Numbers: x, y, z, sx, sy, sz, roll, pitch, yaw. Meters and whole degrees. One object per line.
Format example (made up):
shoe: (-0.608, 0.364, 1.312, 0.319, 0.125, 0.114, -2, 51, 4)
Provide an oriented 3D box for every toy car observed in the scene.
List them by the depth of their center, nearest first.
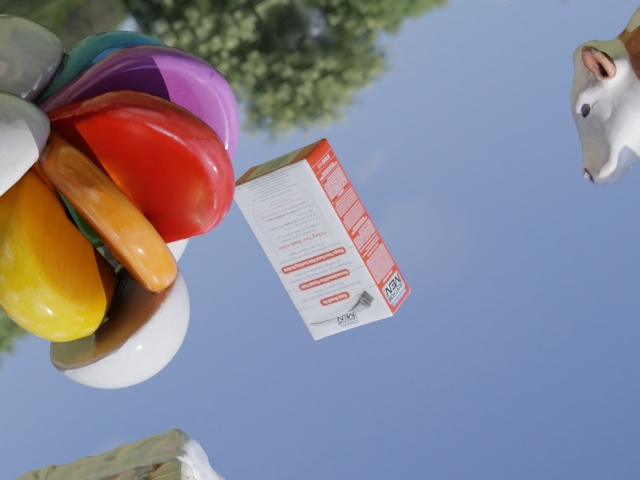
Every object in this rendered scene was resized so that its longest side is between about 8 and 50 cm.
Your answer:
toy car: (-0.102, -0.035, 0.818, 0.136, 0.159, 0.182, -31, -150, 16)

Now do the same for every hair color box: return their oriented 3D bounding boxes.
hair color box: (0.000, 0.000, 1.570, 0.093, 0.167, 0.053, -20, -164, 34)

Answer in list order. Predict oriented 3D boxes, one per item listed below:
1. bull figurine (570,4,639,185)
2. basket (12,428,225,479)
bull figurine: (0.288, -0.114, 0.946, 0.310, 0.188, 0.101, -40, 163, -5)
basket: (-0.181, 0.368, 1.257, 0.331, 0.328, 0.266, -18, -141, 12)
